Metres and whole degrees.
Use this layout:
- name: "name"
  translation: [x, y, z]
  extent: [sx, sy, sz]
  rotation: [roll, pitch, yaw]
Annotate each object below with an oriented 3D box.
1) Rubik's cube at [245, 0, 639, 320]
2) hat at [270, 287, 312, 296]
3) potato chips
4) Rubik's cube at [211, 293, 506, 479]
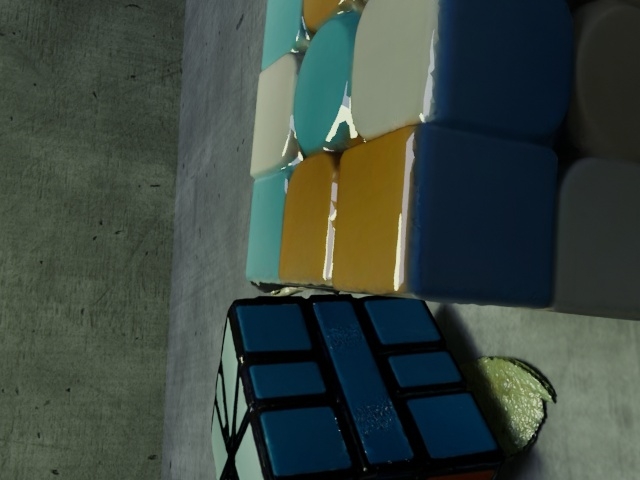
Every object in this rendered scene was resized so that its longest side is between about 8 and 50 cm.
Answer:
- name: "Rubik's cube"
  translation: [0.149, -0.108, 0.631]
  extent: [0.346, 0.346, 0.345]
  rotation: [178, 97, -65]
- name: "hat"
  translation: [0.000, 0.000, 1.291]
  extent: [0.225, 0.164, 0.220]
  rotation: [-2, 80, 27]
- name: "potato chips"
  translation: [0.203, 0.205, 0.832]
  extent: [0.209, 0.026, 0.142]
  rotation: [126, 146, -46]
- name: "Rubik's cube"
  translation: [0.019, 0.259, 0.884]
  extent: [0.289, 0.283, 0.294]
  rotation: [-114, 31, -49]
